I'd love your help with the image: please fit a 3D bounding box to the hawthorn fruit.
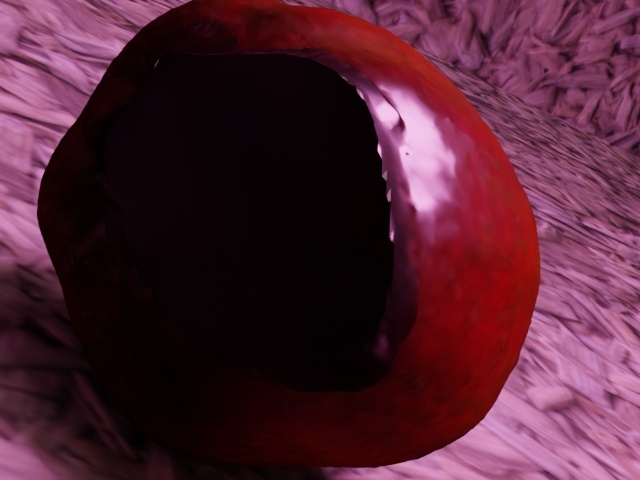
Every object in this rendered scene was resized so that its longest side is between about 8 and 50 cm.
[{"bbox_3d":[0.000,0.000,0.711,0.250,0.215,0.215,12,23,-49],"label":"hawthorn fruit"}]
